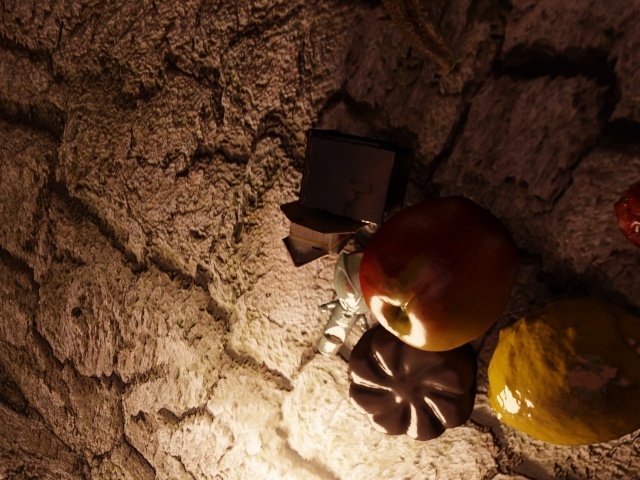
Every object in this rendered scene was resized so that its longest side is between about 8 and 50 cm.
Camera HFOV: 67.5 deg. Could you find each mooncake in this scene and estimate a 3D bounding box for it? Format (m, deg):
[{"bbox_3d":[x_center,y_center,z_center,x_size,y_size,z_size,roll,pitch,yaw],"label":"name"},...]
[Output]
[{"bbox_3d":[0.209,0.319,1.116,0.306,0.154,0.305,4,101,22],"label":"mooncake"}]

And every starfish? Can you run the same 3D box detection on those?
[{"bbox_3d":[0.199,-0.588,0.948,0.432,0.082,0.324,47,117,7],"label":"starfish"}]

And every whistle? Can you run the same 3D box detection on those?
[{"bbox_3d":[0.079,0.143,1.154,0.142,0.133,0.346,11,124,-20],"label":"whistle"}]

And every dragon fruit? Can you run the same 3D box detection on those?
[{"bbox_3d":[0.629,-0.037,0.869,0.153,0.111,0.153,8,108,25],"label":"dragon fruit"}]

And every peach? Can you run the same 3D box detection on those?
[{"bbox_3d":[0.244,0.056,0.954,0.308,0.332,0.307,41,149,32],"label":"peach"}]

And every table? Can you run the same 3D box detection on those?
[{"bbox_3d":[0.083,-0.148,1.053,0.193,0.169,0.172,16,108,21],"label":"table"}]

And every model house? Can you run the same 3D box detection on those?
[{"bbox_3d":[0.000,0.000,1.103,0.208,0.219,0.135,18,114,20],"label":"model house"}]

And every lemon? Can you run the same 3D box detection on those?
[{"bbox_3d":[0.476,0.250,0.917,0.285,0.285,0.316,46,158,9],"label":"lemon"}]
